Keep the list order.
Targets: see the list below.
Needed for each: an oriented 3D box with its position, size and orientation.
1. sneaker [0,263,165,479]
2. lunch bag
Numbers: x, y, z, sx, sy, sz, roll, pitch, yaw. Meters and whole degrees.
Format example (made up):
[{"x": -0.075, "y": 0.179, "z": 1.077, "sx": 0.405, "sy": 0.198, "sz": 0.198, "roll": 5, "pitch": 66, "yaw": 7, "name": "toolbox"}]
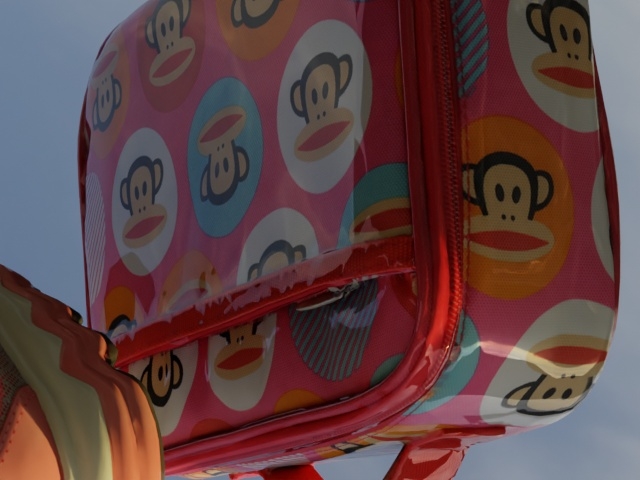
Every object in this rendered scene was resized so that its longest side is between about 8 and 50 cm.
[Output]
[{"x": -0.183, "y": 0.014, "z": 0.584, "sx": 0.136, "sy": 0.116, "sz": 0.314, "roll": -3, "pitch": -144, "yaw": -45, "name": "sneaker"}, {"x": 0.000, "y": 0.000, "z": 0.731, "sx": 0.120, "sy": 0.293, "sz": 0.258, "roll": 4, "pitch": -105, "yaw": -31, "name": "lunch bag"}]
